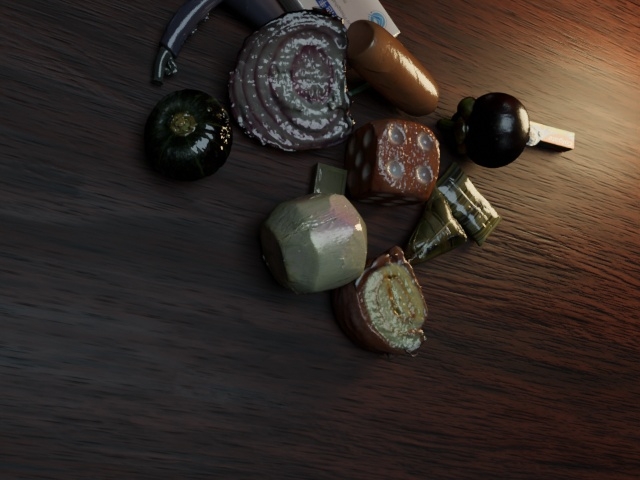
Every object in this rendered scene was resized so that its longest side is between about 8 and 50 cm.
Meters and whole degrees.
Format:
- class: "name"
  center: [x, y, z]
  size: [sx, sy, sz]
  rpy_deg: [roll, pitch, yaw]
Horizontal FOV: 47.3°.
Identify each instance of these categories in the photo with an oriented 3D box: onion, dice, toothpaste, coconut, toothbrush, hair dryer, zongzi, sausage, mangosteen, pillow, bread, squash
- class: "onion"
  center: [-0.070, -0.365, 1.647]
  size: [0.280, 0.146, 0.314]
  rpy_deg: [-4, 111, -8]
- class: "dice"
  center: [0.167, -0.175, 1.706]
  size: [0.174, 0.175, 0.179]
  rpy_deg: [6, 79, -25]
- class: "toothpaste"
  center: [0.605, -0.277, 1.996]
  size: [0.193, 0.044, 0.070]
  rpy_deg: [10, 79, -23]
- class: "coconut"
  center: [0.001, 0.002, 1.578]
  size: [0.230, 0.227, 0.227]
  rpy_deg: [-17, 89, -20]
- class: "toothbrush"
  center: [0.088, -0.366, 1.786]
  size: [0.257, 0.018, 0.024]
  rpy_deg: [-32, 99, -25]
- class: "hair dryer"
  center: [-0.244, -0.467, 1.623]
  size: [0.301, 0.121, 0.361]
  rpy_deg: [44, 76, -22]
- class: "zongzi"
  center: [0.242, -0.039, 1.776]
  size: [0.189, 0.081, 0.178]
  rpy_deg: [-22, 83, -24]
- class: "sausage"
  center: [0.174, -0.400, 1.736]
  size: [0.304, 0.121, 0.121]
  rpy_deg: [30, 69, -43]
- class: "mangosteen"
  center: [0.410, -0.282, 1.840]
  size: [0.230, 0.194, 0.194]
  rpy_deg: [10, 77, 3]
- class: "pillow"
  center: [0.375, -0.094, 1.865]
  size: [0.203, 0.038, 0.113]
  rpy_deg: [47, 67, -11]
- class: "bread"
  center: [0.140, 0.158, 1.671]
  size: [0.190, 0.123, 0.244]
  rpy_deg: [-26, 93, -24]
- class: "squash"
  center: [-0.275, -0.219, 1.525]
  size: [0.193, 0.156, 0.193]
  rpy_deg: [-1, 94, -7]

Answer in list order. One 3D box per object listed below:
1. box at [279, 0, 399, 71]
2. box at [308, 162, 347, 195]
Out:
- class: "box"
  center: [0.017, -0.585, 1.762]
  size: [0.200, 0.065, 0.343]
  rpy_deg: [-40, 99, -24]
- class: "box"
  center: [0.018, -0.135, 1.709]
  size: [0.079, 0.035, 0.083]
  rpy_deg: [15, 75, -22]
